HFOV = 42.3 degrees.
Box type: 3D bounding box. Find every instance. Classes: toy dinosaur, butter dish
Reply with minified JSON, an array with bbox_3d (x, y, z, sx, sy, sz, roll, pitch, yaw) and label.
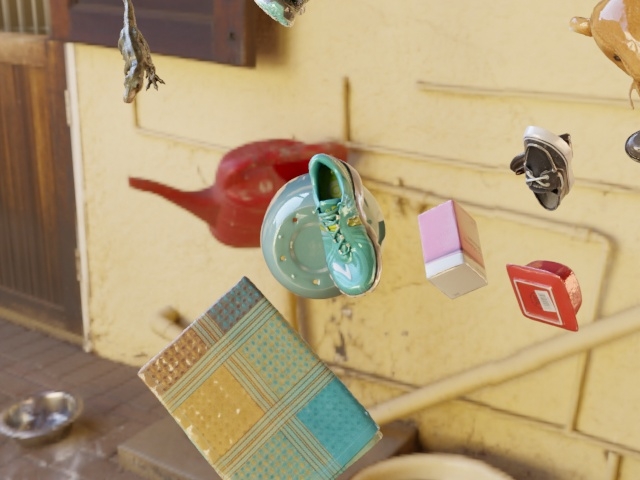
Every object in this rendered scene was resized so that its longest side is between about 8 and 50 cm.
[{"bbox_3d":[-0.317,-0.326,1.406,0.064,0.118,0.268,-16,63,-3],"label":"toy dinosaur"},{"bbox_3d":[0.509,0.100,1.809,0.118,0.160,0.160,-37,29,-24],"label":"butter dish"}]

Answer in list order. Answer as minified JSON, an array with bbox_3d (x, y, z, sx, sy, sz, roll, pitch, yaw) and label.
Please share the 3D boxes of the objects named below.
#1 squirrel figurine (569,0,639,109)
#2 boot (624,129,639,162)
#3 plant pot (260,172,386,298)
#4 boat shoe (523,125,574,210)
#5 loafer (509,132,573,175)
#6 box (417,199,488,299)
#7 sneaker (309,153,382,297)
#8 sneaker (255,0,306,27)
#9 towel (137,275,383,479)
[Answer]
[{"bbox_3d":[0.569,-0.334,1.298,0.370,0.397,0.281,17,-28,-26],"label":"squirrel figurine"},{"bbox_3d":[0.689,-0.230,1.586,0.263,0.091,0.229,-6,-18,36],"label":"boot"},{"bbox_3d":[0.000,0.000,1.837,0.293,0.293,0.235,2,9,4],"label":"plant pot"},{"bbox_3d":[0.537,-0.164,1.987,0.108,0.102,0.301,22,-13,29],"label":"boat shoe"},{"bbox_3d":[0.588,-0.212,2.209,0.080,0.078,0.220,-17,-8,-27],"label":"loafer"},{"bbox_3d":[0.381,0.026,2.389,0.127,0.148,0.232,-26,48,27],"label":"box"},{"bbox_3d":[0.030,-0.028,1.474,0.107,0.275,0.110,-23,-22,18],"label":"sneaker"},{"bbox_3d":[-0.038,-0.339,1.109,0.065,0.076,0.166,35,26,-9],"label":"sneaker"},{"bbox_3d":[-0.106,0.285,1.443,0.271,0.370,0.040,-42,-6,2],"label":"towel"}]
